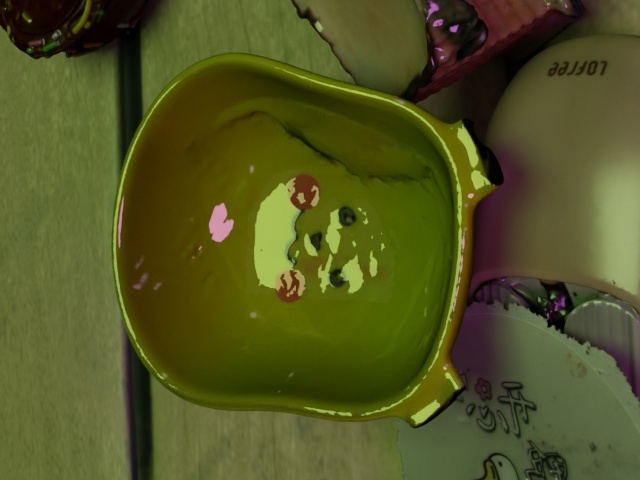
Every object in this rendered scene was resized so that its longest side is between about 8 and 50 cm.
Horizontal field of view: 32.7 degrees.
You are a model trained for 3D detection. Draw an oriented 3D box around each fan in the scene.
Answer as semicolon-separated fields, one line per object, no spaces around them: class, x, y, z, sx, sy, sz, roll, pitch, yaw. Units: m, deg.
fan;0.139;0.238;0.660;0.233;0.012;0.415;-6;95;57

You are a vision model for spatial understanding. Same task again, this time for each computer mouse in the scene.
computer mouse;0.156;-0.004;0.644;0.145;0.082;0.237;10;94;43

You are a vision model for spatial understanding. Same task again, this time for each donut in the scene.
donut;-0.223;-0.281;1.004;0.235;0.089;0.235;-2;87;44

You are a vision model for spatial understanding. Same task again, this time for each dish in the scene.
dish;0.000;0.000;0.692;0.262;0.108;0.221;11;98;29

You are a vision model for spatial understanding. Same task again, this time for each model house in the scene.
model house;0.076;-0.194;0.667;0.183;0.172;0.166;61;162;3

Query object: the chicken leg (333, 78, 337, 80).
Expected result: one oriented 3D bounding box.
chicken leg;0.011;-0.035;0.798;0.093;0.070;0.178;-17;68;41
